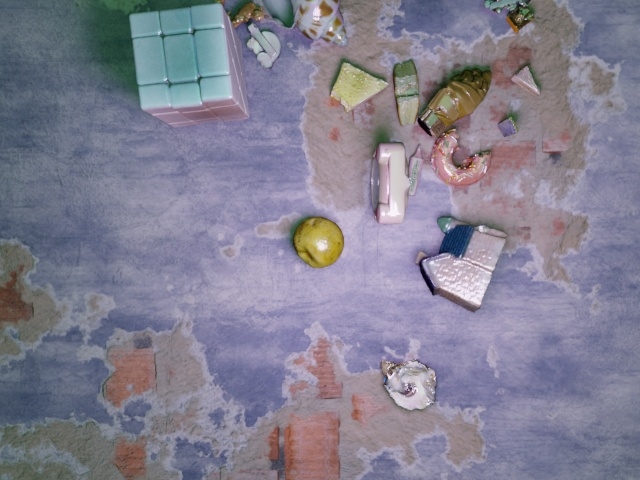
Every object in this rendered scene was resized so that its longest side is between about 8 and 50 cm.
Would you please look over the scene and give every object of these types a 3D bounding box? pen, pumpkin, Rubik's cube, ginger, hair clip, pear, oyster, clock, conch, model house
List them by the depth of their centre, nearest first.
[{"bbox_3d":[-0.446,-0.600,1.601,0.315,0.319,0.323,-7,93,1],"label":"Rubik's cube"},{"bbox_3d":[0.241,-0.200,1.627,0.114,0.309,0.285,-2,94,-1],"label":"clock"},{"bbox_3d":[-0.047,-0.854,1.645,0.249,0.197,0.368,-30,91,35],"label":"conch"},{"bbox_3d":[0.513,0.075,1.695,0.283,0.243,0.299,22,81,14],"label":"model house"},{"bbox_3d":[0.755,-0.842,1.709,0.083,0.054,0.074,-37,88,7],"label":"pumpkin"},{"bbox_3d":[0.000,0.000,1.709,0.197,0.197,0.198,0,94,0],"label":"pear"},{"bbox_3d":[-0.327,-0.853,1.718,0.193,0.052,0.176,39,93,6],"label":"ginger"},{"bbox_3d":[-0.214,-0.747,1.725,0.116,0.049,0.172,-38,95,7],"label":"hair clip"},{"bbox_3d":[0.369,-0.274,1.761,0.053,0.032,0.198,9,95,0],"label":"pen"},{"bbox_3d":[0.354,0.568,1.796,0.213,0.083,0.223,-6,99,4],"label":"oyster"}]

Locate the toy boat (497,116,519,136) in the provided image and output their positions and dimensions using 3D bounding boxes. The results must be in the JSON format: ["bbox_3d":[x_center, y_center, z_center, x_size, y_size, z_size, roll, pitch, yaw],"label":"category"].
[{"bbox_3d":[0.708,-0.427,1.706,0.016,0.115,0.063,-32,93,3],"label":"toy boat"}]

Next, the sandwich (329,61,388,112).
[{"bbox_3d":[0.142,-0.566,1.732,0.192,0.058,0.163,23,96,-3],"label":"sandwich"}]

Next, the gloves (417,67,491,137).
[{"bbox_3d":[0.513,-0.528,1.688,0.331,0.141,0.154,-43,91,3],"label":"gloves"}]

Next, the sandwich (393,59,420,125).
[{"bbox_3d":[0.326,-0.565,1.713,0.089,0.088,0.245,-6,94,5],"label":"sandwich"}]

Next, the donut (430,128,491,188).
[{"bbox_3d":[0.533,-0.305,1.733,0.232,0.085,0.199,30,95,0],"label":"donut"}]

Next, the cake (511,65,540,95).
[{"bbox_3d":[0.789,-0.596,1.728,0.065,0.052,0.121,-32,94,-3],"label":"cake"}]

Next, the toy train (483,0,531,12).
[{"bbox_3d":[0.701,-0.926,1.683,0.193,0.081,0.126,-12,62,10],"label":"toy train"}]
